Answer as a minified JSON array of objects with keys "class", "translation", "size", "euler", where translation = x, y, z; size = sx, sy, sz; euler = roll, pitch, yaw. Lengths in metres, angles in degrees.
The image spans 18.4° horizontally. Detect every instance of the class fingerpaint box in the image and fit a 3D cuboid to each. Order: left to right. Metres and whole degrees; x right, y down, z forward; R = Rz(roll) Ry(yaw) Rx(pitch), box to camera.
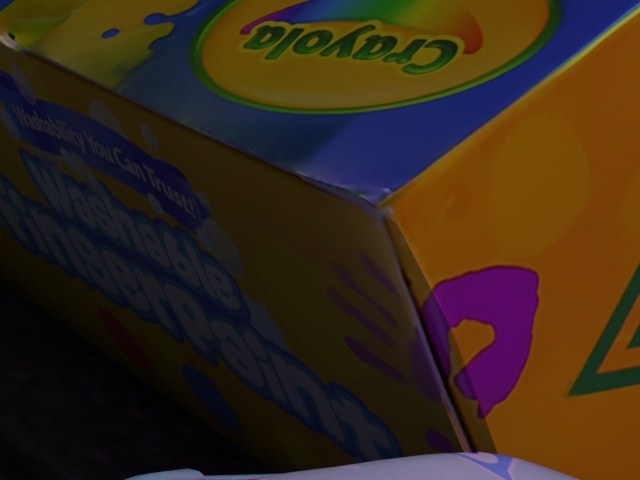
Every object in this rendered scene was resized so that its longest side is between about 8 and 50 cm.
[{"class":"fingerpaint box","translation":[0.052,-0.109,0.687],"size":[0.371,0.163,0.445],"euler":[-37,34,-20]}]

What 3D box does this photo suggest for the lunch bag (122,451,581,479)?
[{"class":"lunch bag","translation":[0.026,0.135,0.325],"size":[0.279,0.108,0.224],"euler":[0,27,-47]}]
